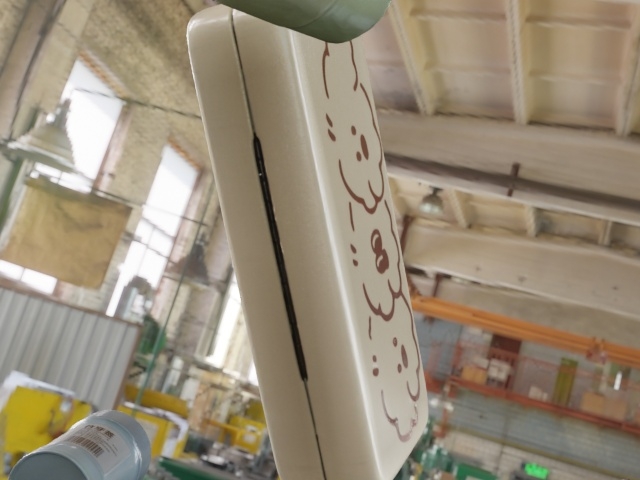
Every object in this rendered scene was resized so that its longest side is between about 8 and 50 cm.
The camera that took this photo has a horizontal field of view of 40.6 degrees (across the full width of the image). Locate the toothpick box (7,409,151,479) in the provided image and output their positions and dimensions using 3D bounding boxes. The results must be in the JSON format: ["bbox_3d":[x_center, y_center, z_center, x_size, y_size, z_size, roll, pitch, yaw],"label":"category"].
[{"bbox_3d":[-0.262,0.255,0.957,0.101,0.101,0.153,15,7,10],"label":"toothpick box"}]

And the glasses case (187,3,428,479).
[{"bbox_3d":[0.000,0.000,0.614,0.076,0.336,0.144,-7,10,24],"label":"glasses case"}]

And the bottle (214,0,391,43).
[{"bbox_3d":[-0.054,-0.146,0.381,0.201,0.072,0.072,8,-2,-44],"label":"bottle"}]

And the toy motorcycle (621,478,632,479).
[{"bbox_3d":[0.378,0.472,1.156,0.143,0.188,0.327,18,-47,35],"label":"toy motorcycle"}]
